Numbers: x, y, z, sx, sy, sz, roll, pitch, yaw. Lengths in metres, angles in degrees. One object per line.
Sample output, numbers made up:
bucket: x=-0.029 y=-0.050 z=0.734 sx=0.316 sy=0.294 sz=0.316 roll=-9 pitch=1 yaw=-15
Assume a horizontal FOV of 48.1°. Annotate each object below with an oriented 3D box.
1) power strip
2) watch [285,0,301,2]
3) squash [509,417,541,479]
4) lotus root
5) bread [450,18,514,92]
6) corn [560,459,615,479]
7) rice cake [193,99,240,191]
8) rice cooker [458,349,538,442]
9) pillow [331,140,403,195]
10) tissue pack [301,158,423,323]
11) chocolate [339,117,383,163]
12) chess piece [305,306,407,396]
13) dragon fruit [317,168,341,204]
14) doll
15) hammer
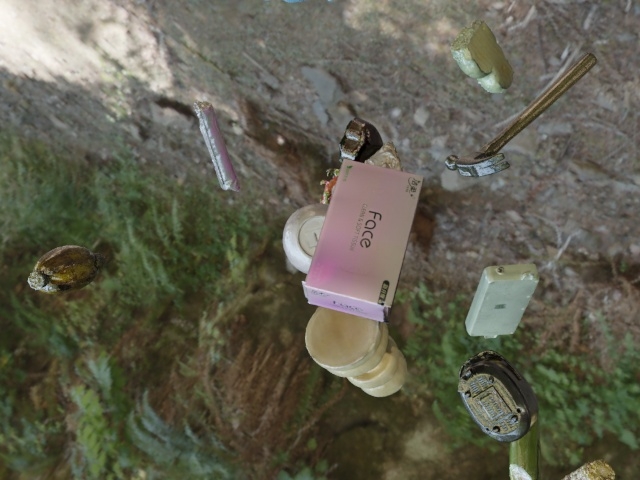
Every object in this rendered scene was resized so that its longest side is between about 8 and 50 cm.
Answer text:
power strip: x=0.408 y=0.138 z=1.625 sx=0.118 sy=0.046 sz=0.270 roll=-2 pitch=143 yaw=-3
watch: x=0.001 y=-0.453 z=1.065 sx=0.193 sy=0.211 sz=0.211 roll=-12 pitch=134 yaw=35
squash: x=0.463 y=0.474 z=1.621 sx=0.069 sy=0.239 sz=0.069 roll=8 pitch=126 yaw=11
lotus root: x=-0.647 y=0.073 z=1.837 sx=0.120 sy=0.209 sz=0.120 roll=14 pitch=112 yaw=37
bread: x=0.356 y=-0.423 z=1.617 sx=0.064 sy=0.172 sz=0.232 roll=-19 pitch=163 yaw=35
corn: x=0.476 y=0.496 z=1.377 sx=0.079 sy=0.079 sz=0.237 roll=30 pitch=129 yaw=7
rice cake: x=-0.260 y=-0.231 z=1.809 sx=0.055 sy=0.049 sz=0.269 roll=-114 pitch=7 yaw=-54
rice cooker: x=0.321 y=0.284 z=1.305 sx=0.165 sy=0.112 sz=0.106 roll=52 pitch=-155 yaw=10
pillow: x=0.127 y=-0.173 z=2.060 sx=0.049 sy=0.135 sz=0.248 roll=20 pitch=131 yaw=-42
tissue pack: x=0.073 y=-0.001 z=1.210 sx=0.149 sy=0.246 sz=0.092 roll=13 pitch=158 yaw=10
chocolate: x=0.130 y=-0.279 z=2.138 sx=0.125 sy=0.148 sz=0.080 roll=18 pitch=-170 yaw=-30
chess piece: x=0.088 y=0.209 z=1.317 sx=0.143 sy=0.142 sz=0.261 roll=17 pitch=161 yaw=35
dragon fruit: x=0.067 y=-0.151 z=2.395 sx=0.167 sy=0.172 sz=0.160 roll=8 pitch=175 yaw=22
doll: x=0.000 y=0.000 z=1.490 sx=0.151 sy=0.151 sz=0.287 roll=32 pitch=180 yaw=3
hammer: x=0.494 y=-0.302 z=1.704 sx=0.044 sy=0.440 sz=0.168 roll=54 pitch=167 yaw=-26
